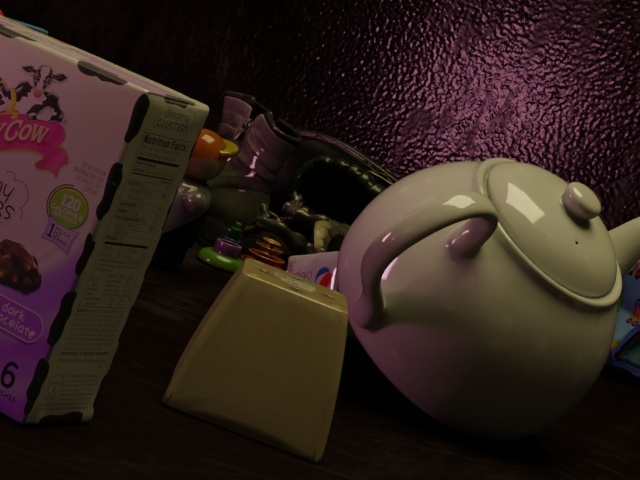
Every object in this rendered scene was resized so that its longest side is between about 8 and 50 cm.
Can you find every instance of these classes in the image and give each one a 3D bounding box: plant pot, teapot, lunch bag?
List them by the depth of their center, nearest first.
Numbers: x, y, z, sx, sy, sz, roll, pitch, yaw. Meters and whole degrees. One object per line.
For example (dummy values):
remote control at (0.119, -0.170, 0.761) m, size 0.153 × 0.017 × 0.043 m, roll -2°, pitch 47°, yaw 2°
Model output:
plant pot at (-0.033, 0.072, 1.101) m, size 0.109 × 0.096 × 0.109 m, roll 21°, pitch 8°, yaw -3°
teapot at (0.147, 0.023, 1.334) m, size 0.252 × 0.187 × 0.256 m, roll 36°, pitch 31°, yaw -12°
lunch bag at (0.443, 0.133, 2.063) m, size 0.293 × 0.138 × 0.221 m, roll 32°, pitch 2°, yaw -23°

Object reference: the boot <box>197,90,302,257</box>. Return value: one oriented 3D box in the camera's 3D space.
boot at (-0.116, -0.089, 1.802) m, size 0.083 × 0.161 × 0.246 m, roll 15°, pitch 9°, yaw -44°

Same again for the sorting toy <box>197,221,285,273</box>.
sorting toy at (-0.077, 0.009, 1.665) m, size 0.102 × 0.042 × 0.061 m, roll 14°, pitch 10°, yaw -45°

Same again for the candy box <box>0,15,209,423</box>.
candy box at (-0.177, -0.019, 0.947) m, size 0.165 × 0.196 × 0.070 m, roll 24°, pitch 7°, yaw 26°

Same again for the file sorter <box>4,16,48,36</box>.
file sorter at (-0.402, -0.213, 2.086) m, size 0.104 × 0.118 × 0.170 m, roll 32°, pitch 12°, yaw 37°

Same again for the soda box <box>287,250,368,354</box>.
soda box at (0.069, 0.066, 1.470) m, size 0.216 × 0.073 × 0.069 m, roll 15°, pitch -15°, yaw -40°

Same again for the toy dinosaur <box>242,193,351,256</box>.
toy dinosaur at (0.000, 0.000, 1.581) m, size 0.118 × 0.064 × 0.268 m, roll 28°, pitch -1°, yaw 20°

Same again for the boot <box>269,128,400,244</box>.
boot at (0.006, -0.046, 1.965) m, size 0.348 × 0.131 × 0.260 m, roll 25°, pitch 8°, yaw 26°

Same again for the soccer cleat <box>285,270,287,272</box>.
soccer cleat at (-0.020, 0.043, 1.645) m, size 0.036 × 0.029 × 0.083 m, roll 17°, pitch 0°, yaw 33°

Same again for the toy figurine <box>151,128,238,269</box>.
toy figurine at (-0.202, -0.075, 1.487) m, size 0.213 × 0.148 × 0.209 m, roll 24°, pitch 8°, yaw 24°

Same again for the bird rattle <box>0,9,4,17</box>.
bird rattle at (-0.492, -0.287, 1.890) m, size 0.254 × 0.206 × 0.143 m, roll -21°, pitch 36°, yaw -19°
